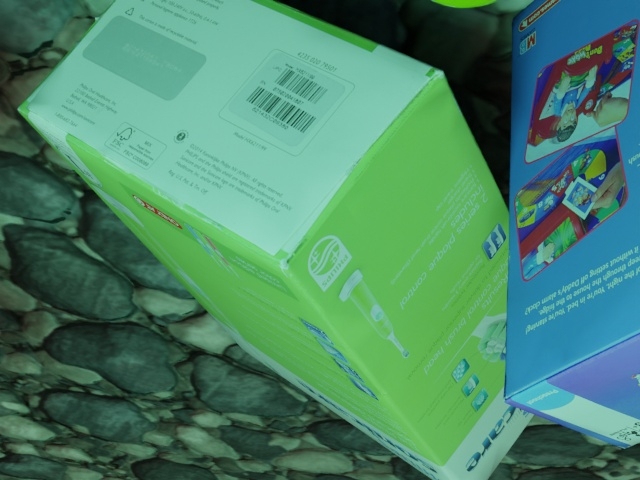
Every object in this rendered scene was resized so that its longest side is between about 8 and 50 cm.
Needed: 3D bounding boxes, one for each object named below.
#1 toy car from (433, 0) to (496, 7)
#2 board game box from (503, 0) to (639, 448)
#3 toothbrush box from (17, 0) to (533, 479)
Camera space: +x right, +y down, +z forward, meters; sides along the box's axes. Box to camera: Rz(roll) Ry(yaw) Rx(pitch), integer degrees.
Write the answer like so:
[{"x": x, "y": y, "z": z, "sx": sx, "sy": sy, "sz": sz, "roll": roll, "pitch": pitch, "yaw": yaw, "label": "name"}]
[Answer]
[{"x": 0.079, "y": -0.205, "z": 0.450, "sx": 0.148, "sy": 0.155, "sz": 0.188, "roll": -4, "pitch": 138, "yaw": 16, "label": "toy car"}, {"x": 0.215, "y": -0.080, "z": 0.540, "sx": 0.078, "sy": 0.233, "sz": 0.347, "roll": 22, "pitch": 146, "yaw": -24, "label": "board game box"}, {"x": 0.000, "y": 0.000, "z": 0.728, "sx": 0.206, "sy": 0.122, "sz": 0.283, "roll": 29, "pitch": 163, "yaw": 37, "label": "toothbrush box"}]
